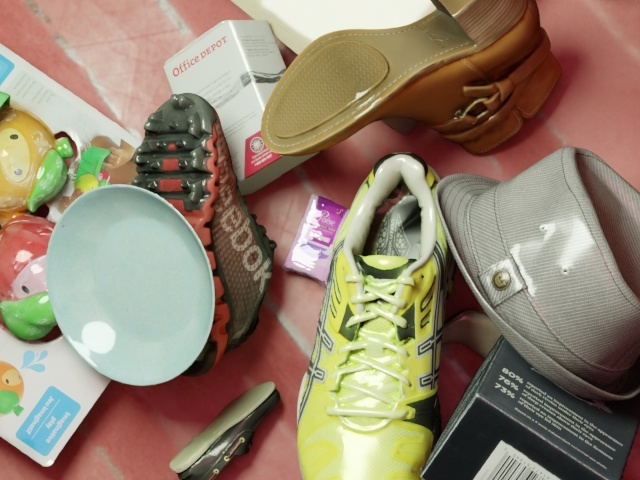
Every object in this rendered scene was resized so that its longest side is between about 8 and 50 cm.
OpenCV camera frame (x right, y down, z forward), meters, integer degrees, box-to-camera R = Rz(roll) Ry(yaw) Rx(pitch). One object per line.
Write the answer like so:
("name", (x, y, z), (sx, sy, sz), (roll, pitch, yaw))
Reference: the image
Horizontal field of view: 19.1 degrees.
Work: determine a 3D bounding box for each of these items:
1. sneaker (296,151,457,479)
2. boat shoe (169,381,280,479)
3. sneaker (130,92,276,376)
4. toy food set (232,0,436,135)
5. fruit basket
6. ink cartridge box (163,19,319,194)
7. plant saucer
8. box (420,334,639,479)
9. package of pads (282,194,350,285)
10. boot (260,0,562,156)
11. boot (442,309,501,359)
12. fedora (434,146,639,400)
("sneaker", (0.046, 0.092, 1.783), (0.145, 0.147, 0.384), (1, 62, 11))
("boat shoe", (-0.089, 0.194, 1.885), (0.133, 0.049, 0.042), (-44, 108, -9))
("sneaker", (-0.109, -0.012, 1.855), (0.098, 0.135, 0.276), (6, 105, 37))
("toy food set", (0.035, -0.286, 1.932), (0.306, 0.092, 0.219), (39, 99, 11))
("fruit basket", (-0.320, -0.007, 1.876), (0.353, 0.165, 0.327), (35, 79, 2))
("ink cartridge box", (-0.080, -0.133, 1.898), (0.109, 0.063, 0.150), (-29, 77, 39))
("plant saucer", (-0.172, 0.040, 1.799), (0.195, 0.037, 0.195), (7, 104, 30))
("box", (0.203, 0.177, 1.758), (0.153, 0.207, 0.108), (33, 117, 5))
("package of pads", (0.000, 0.000, 1.910), (0.050, 0.032, 0.083), (22, 84, 6))
("boot", (0.096, -0.143, 1.840), (0.283, 0.220, 0.109), (-42, 55, 3))
("boot", (0.167, 0.102, 1.875), (0.118, 0.042, 0.087), (-34, 91, 11))
("fedora", (0.241, 0.010, 1.763), (0.124, 0.244, 0.275), (-43, 50, 31))
